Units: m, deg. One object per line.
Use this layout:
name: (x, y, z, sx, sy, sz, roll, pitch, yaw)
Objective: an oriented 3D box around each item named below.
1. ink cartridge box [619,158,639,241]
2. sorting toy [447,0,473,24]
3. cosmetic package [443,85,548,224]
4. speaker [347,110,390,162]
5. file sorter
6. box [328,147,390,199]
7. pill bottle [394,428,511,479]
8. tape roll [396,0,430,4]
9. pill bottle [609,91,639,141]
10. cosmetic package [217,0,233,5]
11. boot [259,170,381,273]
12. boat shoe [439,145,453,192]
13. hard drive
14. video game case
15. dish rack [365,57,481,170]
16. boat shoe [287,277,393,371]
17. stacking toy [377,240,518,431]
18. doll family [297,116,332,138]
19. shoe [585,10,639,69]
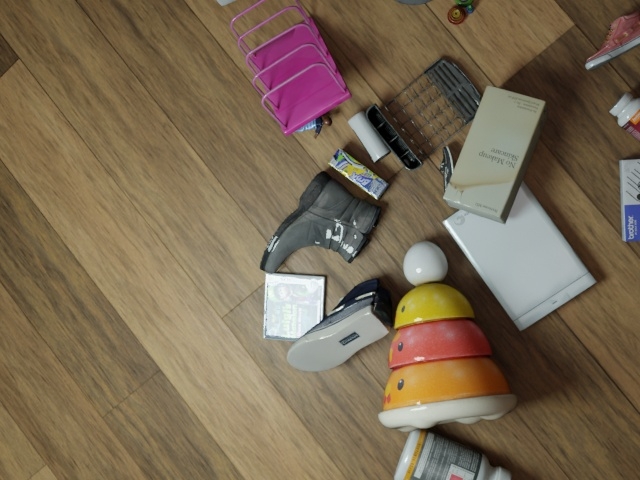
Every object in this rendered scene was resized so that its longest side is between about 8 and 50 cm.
ink cartridge box: (0.812, -0.103, 1.824, 0.097, 0.046, 0.207, -2, 93, 13)
sorting toy: (0.370, -0.613, 1.887, 0.061, 0.042, 0.102, 21, 97, 10)
cosmetic package: (0.444, -0.215, 1.829, 0.160, 0.113, 0.310, 20, 88, 21)
speaker: (0.132, -0.281, 1.952, 0.055, 0.055, 0.136, -34, 87, 12)
file sorter: (-0.088, -0.468, 1.868, 0.202, 0.182, 0.291, -29, 61, 12)
box: (0.106, -0.180, 1.961, 0.169, 0.059, 0.054, 38, 99, 7)
pill bottle: (0.348, 0.616, 1.909, 0.278, 0.162, 0.162, 21, 98, 10)
tape roll: (0.246, -0.736, 1.891, 0.219, 0.072, 0.219, 1, 93, 12)
pill bottle: (0.799, -0.298, 1.794, 0.152, 0.086, 0.086, 40, 100, 7)
cosmetic package: (-0.121, -0.833, 1.901, 0.453, 0.161, 0.230, -23, 88, 8)
boot: (0.000, 0.000, 1.972, 0.222, 0.118, 0.338, 36, 104, 2)
boat shoe: (0.335, -0.188, 1.921, 0.038, 0.046, 0.125, -11, 99, 8)
hard drive: (0.517, 0.027, 1.895, 0.233, 0.047, 0.353, -36, 86, 12)
video game case: (-0.075, 0.190, 2.042, 0.173, 0.022, 0.190, 3, 94, 12)
dish rack: (0.282, -0.339, 1.907, 0.271, 0.074, 0.208, -39, 86, 11)
boat shoe: (0.059, 0.231, 1.969, 0.340, 0.158, 0.127, -29, 117, 28)
stacking toy: (0.294, 0.236, 1.871, 0.350, 0.350, 0.480, -11, 72, 12)
doll family: (-0.026, -0.374, 1.974, 0.111, 0.076, 0.193, -5, 97, 8)
shoe: (0.733, -0.501, 1.810, 0.178, 0.063, 0.081, -28, 86, 7)
